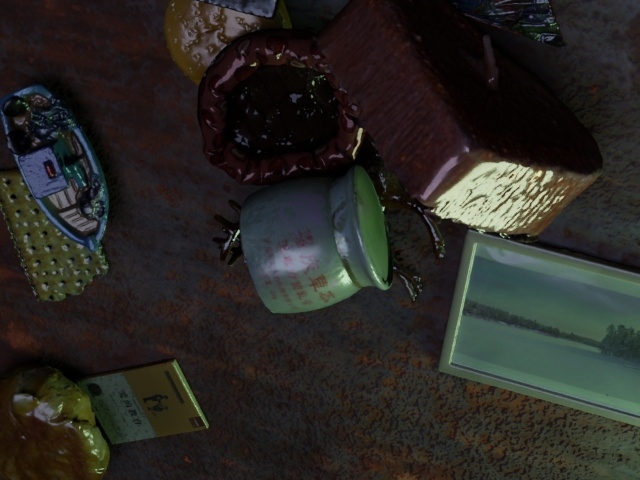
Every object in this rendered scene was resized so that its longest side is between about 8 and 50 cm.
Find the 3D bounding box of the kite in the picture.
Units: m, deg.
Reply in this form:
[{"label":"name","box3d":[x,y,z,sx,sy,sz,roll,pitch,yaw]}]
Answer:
[{"label":"kite","box3d":[0.184,-0.294,1.233,0.189,0.009,0.232,-20,110,29]}]

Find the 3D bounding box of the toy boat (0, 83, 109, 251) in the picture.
[{"label":"toy boat","box3d":[-0.324,-0.087,1.477,0.100,0.097,0.223,-20,109,9]}]

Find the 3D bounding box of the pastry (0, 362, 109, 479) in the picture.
[{"label":"pastry","box3d":[-0.410,0.280,1.724,0.229,0.100,0.218,-11,118,26]}]

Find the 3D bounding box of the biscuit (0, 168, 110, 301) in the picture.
[{"label":"biscuit","box3d":[-0.358,-0.009,1.591,0.144,0.016,0.203,-6,116,23]}]

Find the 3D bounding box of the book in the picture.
[{"label":"book","box3d":[-0.255,0.232,1.695,0.172,0.012,0.118,-14,114,26]}]

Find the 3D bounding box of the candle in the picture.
[{"label":"candle","box3d":[0.140,-0.133,1.180,0.317,0.287,0.131,40,119,-5]}]

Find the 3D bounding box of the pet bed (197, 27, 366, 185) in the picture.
[{"label":"pet bed","box3d":[-0.041,-0.143,1.302,0.201,0.053,0.201,-2,127,-3]}]

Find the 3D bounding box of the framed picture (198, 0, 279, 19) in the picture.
[{"label":"framed picture","box3d":[-0.173,-0.393,1.261,0.323,0.013,0.244,17,104,10]}]

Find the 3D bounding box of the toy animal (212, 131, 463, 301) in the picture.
[{"label":"toy animal","box3d":[0.022,-0.025,1.419,0.260,0.087,0.243,33,110,5]}]

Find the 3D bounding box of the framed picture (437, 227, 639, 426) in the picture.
[{"label":"framed picture","box3d":[0.297,0.109,1.419,0.289,0.016,0.213,15,122,12]}]

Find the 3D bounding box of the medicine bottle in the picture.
[{"label":"medicine bottle","box3d":[0.000,0.000,1.308,0.143,0.147,0.147,-13,114,15]}]

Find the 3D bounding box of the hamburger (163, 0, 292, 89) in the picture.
[{"label":"hamburger","box3d":[-0.106,-0.236,1.330,0.138,0.083,0.147,-9,111,24]}]
